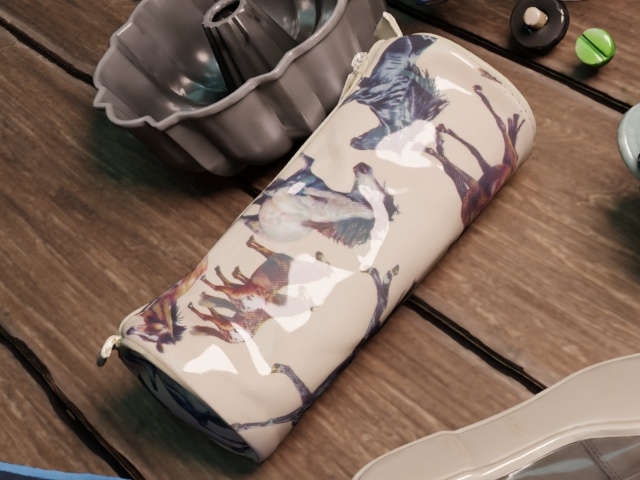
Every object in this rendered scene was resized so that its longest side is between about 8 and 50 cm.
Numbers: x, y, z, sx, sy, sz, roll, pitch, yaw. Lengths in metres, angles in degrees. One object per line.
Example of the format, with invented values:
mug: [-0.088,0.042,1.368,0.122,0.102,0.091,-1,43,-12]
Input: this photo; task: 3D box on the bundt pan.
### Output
bundt pan: [-0.069,-0.197,1.002,0.331,0.124,0.331,-21,42,20]

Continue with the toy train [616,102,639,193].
toy train: [0.373,-0.106,0.756,0.190,0.142,0.334,43,61,-4]

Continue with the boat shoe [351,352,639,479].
boat shoe: [0.187,0.168,0.706,0.335,0.095,0.112,-20,16,3]

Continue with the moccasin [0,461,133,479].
moccasin: [-0.168,0.258,0.762,0.342,0.138,0.117,-5,58,36]

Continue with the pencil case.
pencil case: [0.000,0.000,0.834,0.183,0.160,0.410,39,75,11]

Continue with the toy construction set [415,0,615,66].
toy construction set: [0.169,-0.344,0.871,0.257,0.237,0.309,19,101,25]
